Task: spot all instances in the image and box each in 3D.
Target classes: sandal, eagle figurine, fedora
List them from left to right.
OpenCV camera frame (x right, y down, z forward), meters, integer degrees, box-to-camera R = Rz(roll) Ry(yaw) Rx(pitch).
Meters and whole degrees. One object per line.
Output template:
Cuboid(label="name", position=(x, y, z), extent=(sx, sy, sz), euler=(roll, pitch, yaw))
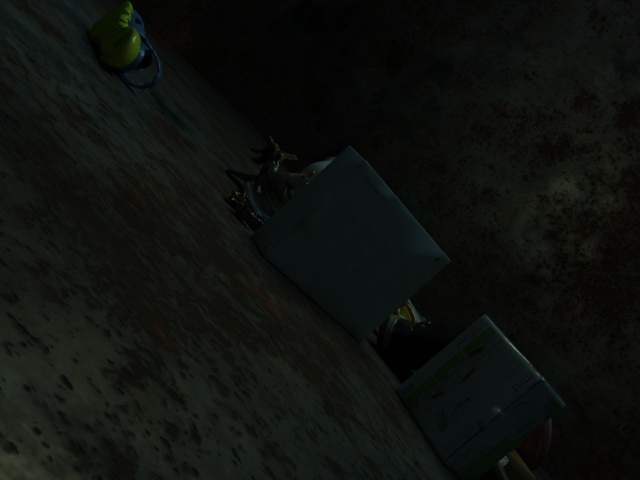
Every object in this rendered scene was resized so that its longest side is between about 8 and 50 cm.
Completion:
Cuboid(label="sandal", position=(-0.444, -0.444, 1.733), extent=(0.138, 0.126, 0.317), euler=(49, 12, -40))
Cuboid(label="eagle figurine", position=(-0.102, -0.115, 1.976), extent=(0.226, 0.225, 0.298), euler=(-1, 72, -29))
Cuboid(label="fedora", position=(0.221, 0.230, 2.144), extent=(0.194, 0.079, 0.194), euler=(40, 31, -30))

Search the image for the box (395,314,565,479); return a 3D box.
Cuboid(label="box", position=(0.328, 0.328, 1.577), extent=(0.127, 0.262, 0.231), euler=(45, 5, -36))

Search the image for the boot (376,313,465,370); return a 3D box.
Cuboid(label="boot", position=(0.339, 0.290, 1.949), extent=(0.284, 0.138, 0.377), euler=(10, -13, 31))

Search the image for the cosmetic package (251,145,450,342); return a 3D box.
Cuboid(label="cosmetic package", position=(0.076, 0.019, 1.645), extent=(0.377, 0.284, 0.097), euler=(45, 6, -38))

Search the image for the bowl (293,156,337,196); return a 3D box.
Cuboid(label="bowl", position=(-0.012, -0.100, 2.163), extent=(0.134, 0.297, 0.298), euler=(3, 35, -37))

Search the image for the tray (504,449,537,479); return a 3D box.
Cuboid(label="tray", position=(0.463, 0.544, 2.185), extent=(0.203, 0.076, 0.411), euler=(47, 6, -23))

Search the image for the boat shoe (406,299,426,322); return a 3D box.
Cuboid(label="boat shoe", position=(0.264, 0.267, 2.329), extent=(0.340, 0.127, 0.158), euler=(57, 7, -5))

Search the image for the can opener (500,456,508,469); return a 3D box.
Cuboid(label="can opener", position=(0.382, 0.501, 1.962), extent=(0.283, 0.076, 0.095), euler=(-127, -154, -45))

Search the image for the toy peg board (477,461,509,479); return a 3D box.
Cuboid(label="toy peg board", position=(0.361, 0.505, 1.690), extent=(0.160, 0.079, 0.161), euler=(65, 7, 6))

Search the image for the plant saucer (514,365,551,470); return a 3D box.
Cuboid(label="plant saucer", position=(0.584, 0.531, 2.283), extent=(0.084, 0.332, 0.332), euler=(1, 19, -12))

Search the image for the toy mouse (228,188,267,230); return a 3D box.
Cuboid(label="toy mouse", position=(-0.155, -0.052, 1.649), extent=(0.143, 0.031, 0.161), euler=(49, 5, 10))
